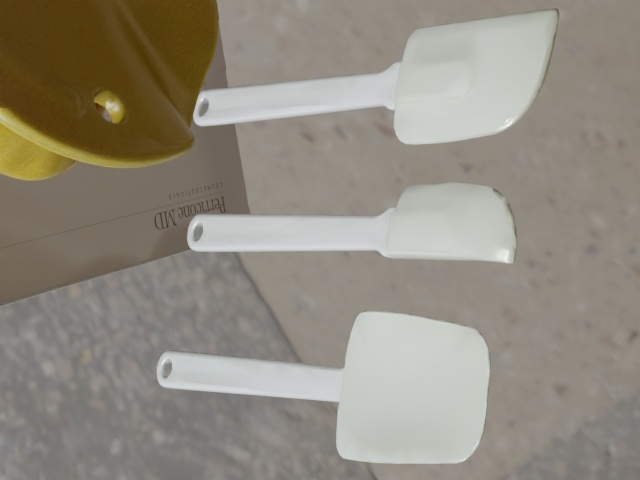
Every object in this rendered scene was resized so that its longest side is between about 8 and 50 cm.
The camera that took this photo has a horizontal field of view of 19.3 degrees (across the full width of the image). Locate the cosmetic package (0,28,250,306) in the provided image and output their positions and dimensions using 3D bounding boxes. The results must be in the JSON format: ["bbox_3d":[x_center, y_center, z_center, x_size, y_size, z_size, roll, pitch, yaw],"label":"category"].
[{"bbox_3d":[-0.190,-0.110,1.065,0.097,0.377,0.284,-9,94,30],"label":"cosmetic package"}]

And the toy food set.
[{"bbox_3d":[-0.119,-0.104,0.596,0.128,0.071,0.218,-19,77,-51],"label":"toy food set"}]

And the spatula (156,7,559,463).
[{"bbox_3d":[0.000,0.000,0.748,0.019,0.242,0.168,12,83,-35],"label":"spatula"}]
